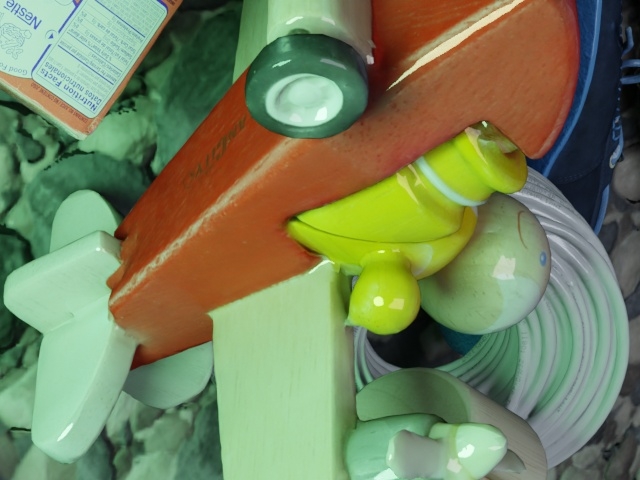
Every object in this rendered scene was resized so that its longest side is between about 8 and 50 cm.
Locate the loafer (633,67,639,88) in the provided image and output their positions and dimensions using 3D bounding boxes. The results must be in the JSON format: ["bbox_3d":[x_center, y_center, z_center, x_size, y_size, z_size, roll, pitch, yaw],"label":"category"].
[{"bbox_3d":[0.281,-0.109,1.459,0.087,0.094,0.251,-14,107,-21],"label":"loafer"}]

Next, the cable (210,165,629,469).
[{"bbox_3d":[0.075,0.061,1.273,0.257,0.089,0.257,-37,115,11],"label":"cable"}]

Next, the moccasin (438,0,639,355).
[{"bbox_3d":[0.152,-0.076,1.352,0.117,0.137,0.342,-21,133,-45],"label":"moccasin"}]

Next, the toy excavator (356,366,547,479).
[{"bbox_3d":[-0.033,0.344,1.176,0.222,0.445,0.433,34,39,-39],"label":"toy excavator"}]

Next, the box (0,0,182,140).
[{"bbox_3d":[-0.216,-0.201,0.996,0.300,0.142,0.154,34,88,-39],"label":"box"}]

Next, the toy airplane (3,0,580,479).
[{"bbox_3d":[0.000,0.000,1.076,0.272,0.384,0.386,21,90,-25],"label":"toy airplane"}]
